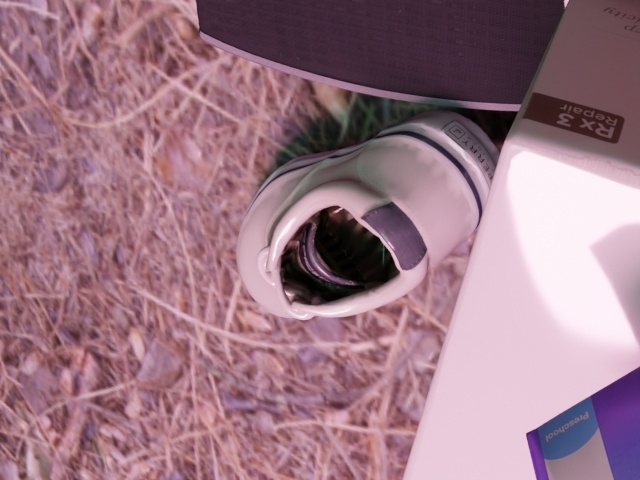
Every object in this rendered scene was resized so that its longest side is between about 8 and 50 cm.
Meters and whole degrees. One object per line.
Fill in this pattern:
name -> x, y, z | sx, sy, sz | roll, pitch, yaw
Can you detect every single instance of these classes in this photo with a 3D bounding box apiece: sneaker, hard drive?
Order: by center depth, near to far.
hard drive -> 0.035, -0.151, 0.796 | 0.255, 0.054, 0.172 | 15, 125, 32
sneaker -> 0.000, 0.000, 0.865 | 0.094, 0.091, 0.258 | 52, 151, -1

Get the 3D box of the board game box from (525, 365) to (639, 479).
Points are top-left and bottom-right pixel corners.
board game box -> 0.283, 0.068, 0.552 | 0.347, 0.078, 0.233 | -35, 124, 22

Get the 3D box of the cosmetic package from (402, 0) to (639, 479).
cosmetic package -> 0.156, 0.096, 0.753 | 0.217, 0.156, 0.385 | 21, 128, 7
